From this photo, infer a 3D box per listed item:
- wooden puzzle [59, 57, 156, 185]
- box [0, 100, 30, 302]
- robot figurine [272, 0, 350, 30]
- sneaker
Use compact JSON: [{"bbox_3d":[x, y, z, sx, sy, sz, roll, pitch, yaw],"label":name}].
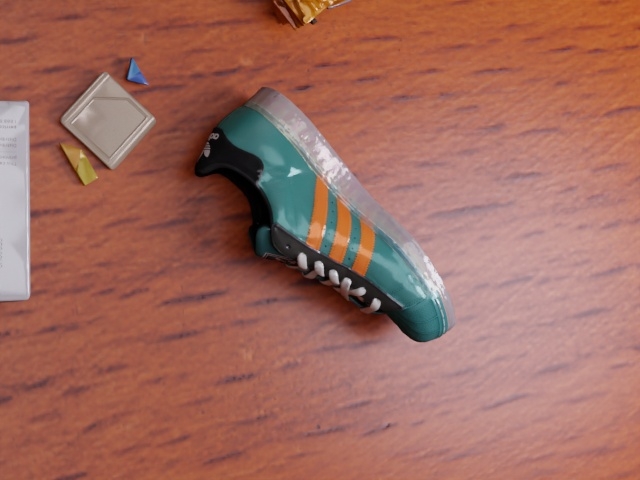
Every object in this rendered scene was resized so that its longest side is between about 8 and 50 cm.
[{"bbox_3d":[-0.205,-0.114,1.571,0.116,0.014,0.078,-43,106,-16],"label":"wooden puzzle"},{"bbox_3d":[-0.355,-0.032,1.456,0.181,0.119,0.182,0,87,-20],"label":"box"},{"bbox_3d":[0.039,-0.354,1.632,0.291,0.085,0.211,-41,101,-16],"label":"robot figurine"},{"bbox_3d":[0.000,0.000,1.595,0.121,0.108,0.302,-43,93,-16],"label":"sneaker"}]
